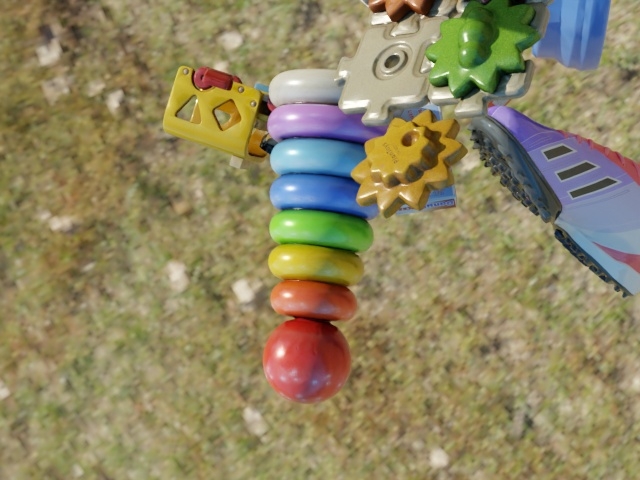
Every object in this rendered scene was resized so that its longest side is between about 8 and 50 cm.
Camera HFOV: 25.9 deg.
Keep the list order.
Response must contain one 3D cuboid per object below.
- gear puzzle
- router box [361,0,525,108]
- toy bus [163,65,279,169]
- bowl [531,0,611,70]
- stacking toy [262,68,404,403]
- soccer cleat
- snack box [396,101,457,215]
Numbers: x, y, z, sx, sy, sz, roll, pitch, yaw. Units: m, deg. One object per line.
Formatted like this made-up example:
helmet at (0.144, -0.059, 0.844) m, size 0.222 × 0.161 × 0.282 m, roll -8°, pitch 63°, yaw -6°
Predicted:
gear puzzle at (0.084, -0.165, 1.005) m, size 0.175 × 0.339 × 0.044 m, roll -1°, pitch 148°, yaw 37°
router box at (0.085, -0.327, 1.746) m, size 0.082 × 0.301 × 0.335 m, roll -48°, pitch 61°, yaw 9°
toy bus at (-0.087, -0.139, 1.677) m, size 0.202 × 0.191 × 0.104 m, roll 30°, pitch 103°, yaw 62°
bowl at (0.278, -0.380, 1.503) m, size 0.077 × 0.391 × 0.391 m, roll 5°, pitch 118°, yaw 7°
stacking toy at (0.000, 0.000, 1.410) m, size 0.141 × 0.141 × 0.330 m, roll 3°, pitch 85°, yaw 37°
soccer cleat at (0.263, -0.060, 1.399) m, size 0.116 × 0.318 × 0.108 m, roll -48°, pitch 40°, yaw 4°
snack box at (0.099, -0.110, 1.463) m, size 0.064 × 0.178 × 0.022 m, roll -7°, pitch 148°, yaw 2°
